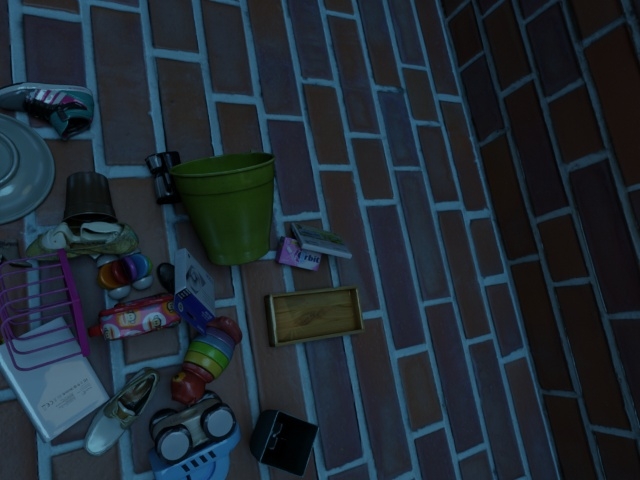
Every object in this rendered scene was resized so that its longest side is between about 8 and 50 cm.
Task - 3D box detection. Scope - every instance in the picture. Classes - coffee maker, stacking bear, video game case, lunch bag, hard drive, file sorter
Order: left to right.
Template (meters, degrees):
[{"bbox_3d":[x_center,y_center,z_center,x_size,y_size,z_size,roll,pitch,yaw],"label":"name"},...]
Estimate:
[{"bbox_3d":[-0.800,0.193,1.215,0.182,0.291,0.202,-13,125,-33],"label":"file sorter"},{"bbox_3d":[-0.811,0.413,1.285,0.203,0.040,0.307,-34,97,-53],"label":"hard drive"},{"bbox_3d":[-0.596,0.250,1.346,0.258,0.293,0.120,-13,87,-30],"label":"lunch bag"},{"bbox_3d":[-0.559,-0.237,1.609,0.171,0.120,0.178,-8,81,-54],"label":"coffee maker"},{"bbox_3d":[-0.402,0.417,1.449,0.289,0.175,0.164,-62,141,-37],"label":"stacking bear"},{"bbox_3d":[0.000,0.000,1.791,0.227,0.206,0.026,13,112,-24],"label":"video game case"}]

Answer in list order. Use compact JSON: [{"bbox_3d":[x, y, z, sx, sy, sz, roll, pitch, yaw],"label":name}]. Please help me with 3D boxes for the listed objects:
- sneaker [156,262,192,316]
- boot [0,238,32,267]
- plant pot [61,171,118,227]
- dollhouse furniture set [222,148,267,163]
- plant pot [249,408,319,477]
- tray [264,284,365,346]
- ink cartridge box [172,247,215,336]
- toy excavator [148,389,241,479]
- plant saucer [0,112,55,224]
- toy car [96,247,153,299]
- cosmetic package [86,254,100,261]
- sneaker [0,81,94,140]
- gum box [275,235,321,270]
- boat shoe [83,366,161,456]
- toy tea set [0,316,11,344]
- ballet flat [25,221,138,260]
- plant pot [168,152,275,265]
[{"bbox_3d":[-0.499,0.169,1.511,0.087,0.130,0.227,-29,89,-32],"label":"sneaker"},{"bbox_3d":[-0.979,0.038,1.348,0.118,0.042,0.087,12,64,-31],"label":"boot"},{"bbox_3d":[-0.784,-0.132,1.434,0.167,0.167,0.165,-4,70,-28],"label":"plant pot"},{"bbox_3d":[-0.326,-0.314,1.770,0.182,0.101,0.161,18,45,-22],"label":"dollhouse furniture set"},{"bbox_3d":[-0.151,0.694,1.489,0.166,0.234,0.165,30,65,-19],"label":"plant pot"},{"bbox_3d":[-0.020,0.307,1.755,0.411,0.076,0.203,-3,78,-27],"label":"tray"},{"bbox_3d":[-0.413,0.173,1.403,0.045,0.223,0.224,-17,53,4],"label":"ink cartridge box"},{"bbox_3d":[-0.438,0.778,1.352,0.433,0.222,0.445,-17,94,-29],"label":"toy excavator"},{"bbox_3d":[-1.077,-0.247,1.338,0.400,0.100,0.400,8,73,-25],"label":"plant saucer"},{"bbox_3d":[-0.661,0.103,1.438,0.182,0.136,0.159,-24,88,-30],"label":"toy car"},{"bbox_3d":[-0.750,0.016,1.461,0.041,0.060,0.115,41,61,-10],"label":"cosmetic package"},{"bbox_3d":[-0.930,-0.433,1.456,0.295,0.124,0.178,-13,73,-31],"label":"sneaker"},{"bbox_3d":[-0.084,0.056,1.774,0.188,0.062,0.107,14,91,-24],"label":"gum box"},{"bbox_3d":[-0.634,0.541,1.355,0.113,0.103,0.302,38,63,-13],"label":"boat shoe"},{"bbox_3d":[-1.045,0.184,1.255,0.200,0.124,0.336,-13,86,0],"label":"toy tea set"},{"bbox_3d":[-0.776,-0.009,1.365,0.348,0.123,0.123,-3,77,-7],"label":"ballet flat"},{"bbox_3d":[-0.322,-0.111,1.540,0.366,0.366,0.353,-19,115,-30],"label":"plant pot"}]
